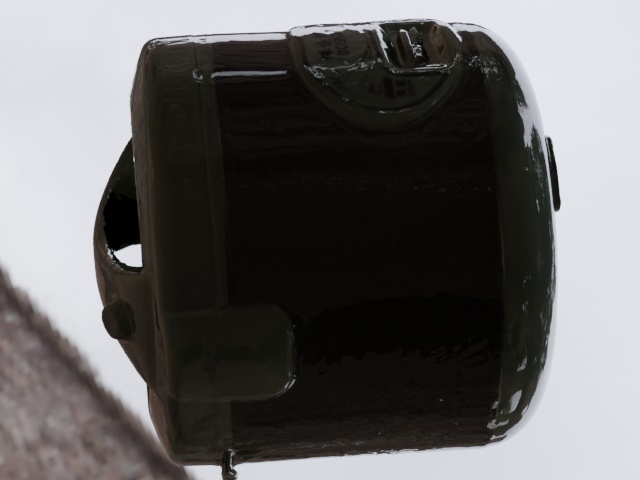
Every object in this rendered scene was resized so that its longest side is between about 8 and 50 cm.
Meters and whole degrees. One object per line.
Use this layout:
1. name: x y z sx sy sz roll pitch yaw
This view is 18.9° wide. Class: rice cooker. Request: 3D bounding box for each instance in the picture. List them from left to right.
1. rice cooker: -0.003 -0.001 1.200 0.288 0.277 0.288 177 -90 -86
